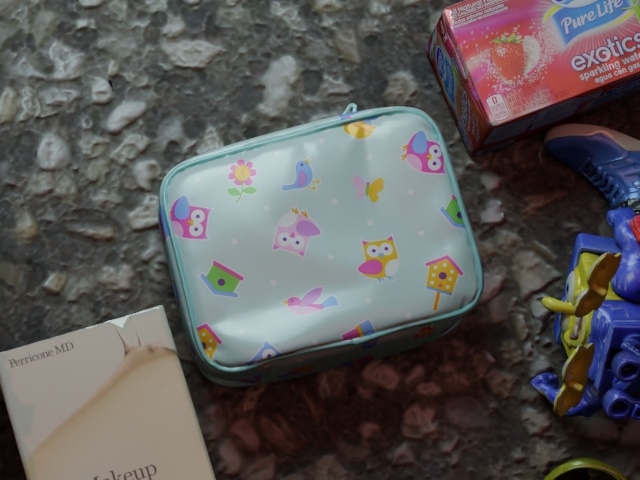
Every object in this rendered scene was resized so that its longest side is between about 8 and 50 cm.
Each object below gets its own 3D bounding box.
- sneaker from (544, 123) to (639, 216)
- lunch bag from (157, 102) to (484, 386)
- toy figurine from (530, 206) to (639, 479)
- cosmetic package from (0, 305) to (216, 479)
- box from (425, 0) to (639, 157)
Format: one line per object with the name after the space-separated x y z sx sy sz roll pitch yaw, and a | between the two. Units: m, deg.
0.276 -0.050 1.753 0.152 0.058 0.084 19 70 -8 | sneaker
0.000 0.000 1.696 0.279 0.108 0.224 -14 76 -9 | lunch bag
0.280 0.102 1.685 0.191 0.217 0.362 4 120 -7 | toy figurine
-0.166 0.229 1.637 0.160 0.113 0.309 -18 82 -8 | cosmetic package
0.240 -0.186 1.741 0.257 0.128 0.122 -21 82 -8 | box
